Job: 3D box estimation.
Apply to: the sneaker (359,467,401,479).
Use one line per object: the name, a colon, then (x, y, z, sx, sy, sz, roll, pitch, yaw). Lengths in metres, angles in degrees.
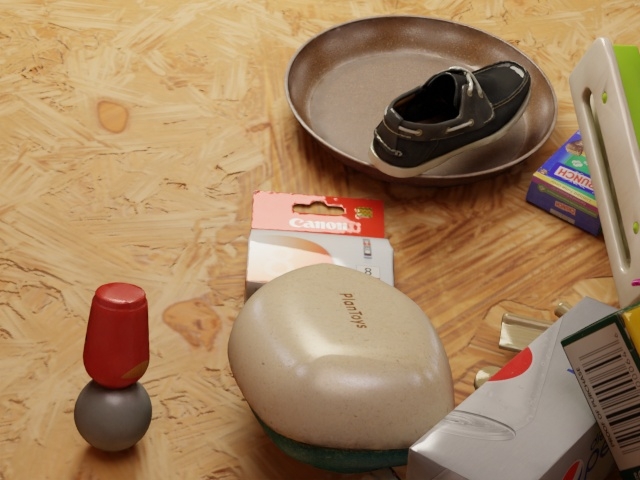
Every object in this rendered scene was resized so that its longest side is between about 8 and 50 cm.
sneaker: (0.056, 0.261, 1.096, 0.077, 0.072, 0.178, -18, 35, -18)

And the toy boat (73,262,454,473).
toy boat: (-0.049, 0.117, 1.187, 0.318, 0.148, 0.267, 4, 23, -8)

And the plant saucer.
plant saucer: (0.112, -0.154, 1.567, 0.310, 0.050, 0.310, 4, 43, -4)

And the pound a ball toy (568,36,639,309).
pound a ball toy: (0.382, -0.040, 1.386, 0.208, 0.136, 0.319, -2, 65, -14)

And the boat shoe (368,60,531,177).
boat shoe: (0.149, -0.146, 1.470, 0.233, 0.079, 0.084, -29, 51, -35)

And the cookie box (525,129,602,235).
cookie box: (0.290, -0.064, 1.492, 0.092, 0.040, 0.107, 30, 48, 22)

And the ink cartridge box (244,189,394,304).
ink cartridge box: (0.000, 0.000, 1.387, 0.145, 0.045, 0.179, 4, 45, -3)

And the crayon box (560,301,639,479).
crayon box: (0.404, 0.180, 1.062, 0.313, 0.106, 0.363, -19, 80, -24)

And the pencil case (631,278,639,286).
pencil case: (0.387, 0.097, 1.205, 0.104, 0.104, 0.236, -31, 77, -34)

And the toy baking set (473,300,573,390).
toy baking set: (0.256, 0.156, 1.256, 0.256, 0.030, 0.197, 31, 49, 21)

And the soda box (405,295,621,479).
soda box: (0.184, 0.154, 1.120, 0.098, 0.091, 0.286, 24, 37, 30)
